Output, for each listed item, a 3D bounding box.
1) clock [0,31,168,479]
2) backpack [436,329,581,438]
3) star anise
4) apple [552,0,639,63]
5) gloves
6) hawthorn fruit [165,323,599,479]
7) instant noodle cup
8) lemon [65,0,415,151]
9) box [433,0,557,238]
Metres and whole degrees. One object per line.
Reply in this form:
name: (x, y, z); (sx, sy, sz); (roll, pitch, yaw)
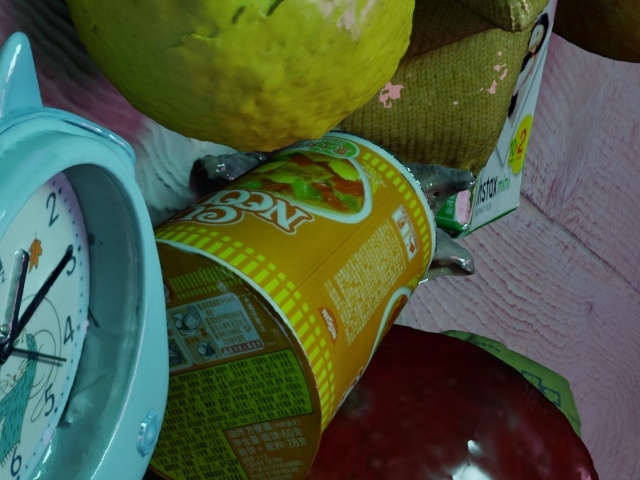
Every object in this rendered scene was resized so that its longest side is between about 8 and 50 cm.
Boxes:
clock: (-0.156, 0.046, 0.882); (0.223, 0.094, 0.274); (-55, 149, -50)
backpack: (0.117, 0.194, 1.600); (0.253, 0.207, 0.140); (-72, -175, -46)
star anise: (0.016, -0.004, 1.264); (0.208, 0.172, 0.063); (80, 1, -48)
apple: (0.291, -0.307, 1.690); (0.250, 0.277, 0.309); (-6, 97, -55)
gloves: (0.045, -0.166, 1.207); (0.356, 0.203, 0.155); (93, -1, -58)
hawthorn fruit: (0.048, 0.182, 1.224); (0.265, 0.307, 0.265); (9, 90, -78)
instant noodle cup: (-0.024, 0.030, 1.100); (0.185, 0.168, 0.168); (-44, 142, -46)
lemon: (-0.037, -0.133, 0.980); (0.193, 0.180, 0.180); (29, 71, -40)
box: (0.110, -0.132, 1.525); (0.180, 0.103, 0.250); (-24, 123, -67)
